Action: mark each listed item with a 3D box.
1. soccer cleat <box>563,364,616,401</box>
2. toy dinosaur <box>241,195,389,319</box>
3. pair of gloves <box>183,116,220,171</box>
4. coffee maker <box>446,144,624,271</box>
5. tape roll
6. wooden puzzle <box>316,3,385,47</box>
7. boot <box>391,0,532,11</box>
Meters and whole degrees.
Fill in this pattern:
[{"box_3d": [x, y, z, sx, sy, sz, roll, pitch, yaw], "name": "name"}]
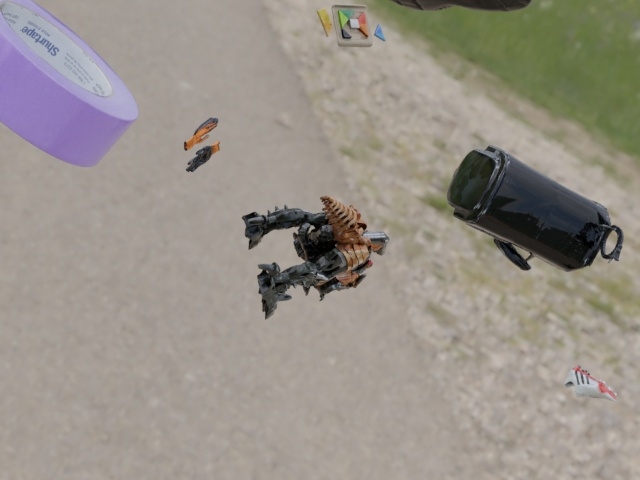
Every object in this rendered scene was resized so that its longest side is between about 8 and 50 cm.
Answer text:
[{"box_3d": [0.346, 0.191, 1.879, 0.029, 0.035, 0.083, 40, -3, -41], "name": "soccer cleat"}, {"box_3d": [0.000, 0.000, 2.248, 0.218, 0.322, 0.164, -11, 48, -6], "name": "toy dinosaur"}, {"box_3d": [-0.177, -0.142, 2.177, 0.010, 0.083, 0.074, 33, 56, 22], "name": "pair of gloves"}, {"box_3d": [0.274, -0.043, 1.880, 0.178, 0.120, 0.171, 25, -19, -25], "name": "coffee maker"}, {"box_3d": [-0.372, -0.221, 1.932, 0.275, 0.090, 0.275, 40, 12, -11], "name": "tape roll"}, {"box_3d": [0.053, -0.357, 2.431, 0.116, 0.078, 0.014, -10, -7, -30], "name": "wooden puzzle"}, {"box_3d": [0.216, -0.452, 1.982, 0.377, 0.284, 0.138, 17, -29, 51], "name": "boot"}]
